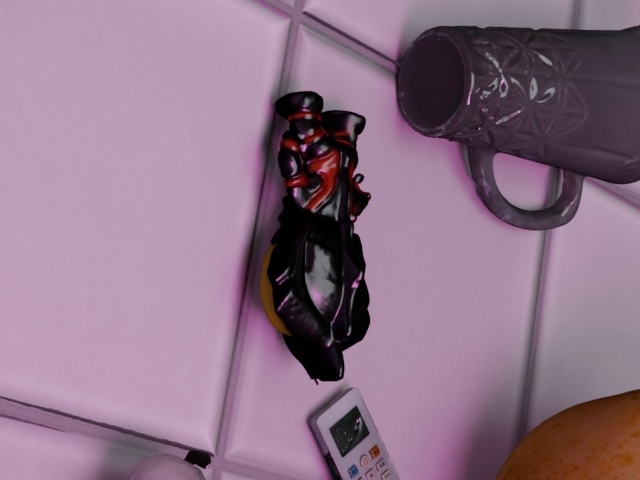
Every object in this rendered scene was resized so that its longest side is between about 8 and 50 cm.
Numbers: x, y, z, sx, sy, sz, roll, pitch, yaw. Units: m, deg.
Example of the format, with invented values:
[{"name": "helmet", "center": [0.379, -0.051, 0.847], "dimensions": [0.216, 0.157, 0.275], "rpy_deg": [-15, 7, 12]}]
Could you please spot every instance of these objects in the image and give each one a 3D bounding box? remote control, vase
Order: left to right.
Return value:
[{"name": "remote control", "center": [0.039, 0.217, 1.452], "dimensions": [0.065, 0.029, 0.166], "rpy_deg": [-36, 107, -40]}, {"name": "vase", "center": [0.213, -0.129, 1.593], "dimensions": [0.301, 0.156, 0.251], "rpy_deg": [3, 110, -40]}]

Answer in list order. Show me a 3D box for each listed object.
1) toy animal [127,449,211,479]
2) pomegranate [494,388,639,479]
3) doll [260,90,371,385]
[{"name": "toy animal", "center": [-0.162, 0.302, 1.114], "dimensions": [0.357, 0.194, 0.258], "rpy_deg": [-11, 58, -49]}, {"name": "pomegranate", "center": [0.324, 0.337, 1.509], "dimensions": [0.417, 0.417, 0.416], "rpy_deg": [5, 83, -46]}, {"name": "doll", "center": [-0.001, 0.001, 1.396], "dimensions": [0.127, 0.088, 0.248], "rpy_deg": [4, 74, -26]}]
